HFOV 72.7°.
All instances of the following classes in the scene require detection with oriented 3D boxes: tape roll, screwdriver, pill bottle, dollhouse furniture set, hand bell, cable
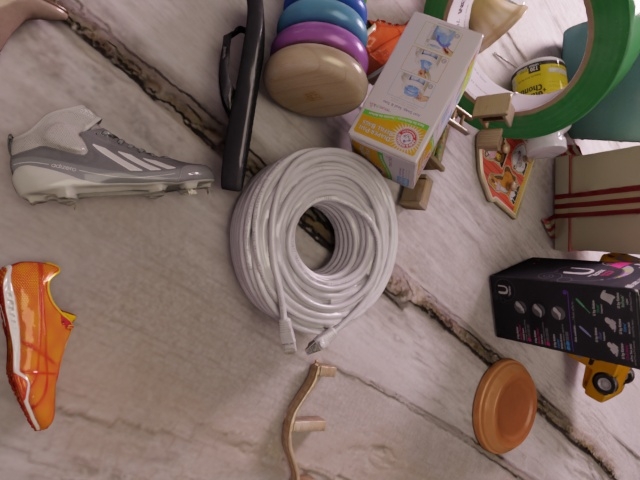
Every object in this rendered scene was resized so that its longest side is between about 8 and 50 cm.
[{"bbox_3d":[0.311,-0.322,0.678,0.077,0.321,0.321,-36,110,-28],"label":"tape roll"},{"bbox_3d":[0.429,-0.364,0.941,0.169,0.024,0.025,12,113,-27],"label":"screwdriver"},{"bbox_3d":[0.453,-0.267,0.890,0.103,0.103,0.184,6,78,-34],"label":"pill bottle"},{"bbox_3d":[0.203,-0.149,0.693,0.101,0.160,0.182,27,75,-47],"label":"dollhouse furniture set"},{"bbox_3d":[0.243,-0.463,0.780,0.242,0.126,0.126,44,67,-12],"label":"hand bell"},{"bbox_3d":[0.000,0.000,0.618,0.257,0.089,0.257,-26,104,-31],"label":"cable"}]

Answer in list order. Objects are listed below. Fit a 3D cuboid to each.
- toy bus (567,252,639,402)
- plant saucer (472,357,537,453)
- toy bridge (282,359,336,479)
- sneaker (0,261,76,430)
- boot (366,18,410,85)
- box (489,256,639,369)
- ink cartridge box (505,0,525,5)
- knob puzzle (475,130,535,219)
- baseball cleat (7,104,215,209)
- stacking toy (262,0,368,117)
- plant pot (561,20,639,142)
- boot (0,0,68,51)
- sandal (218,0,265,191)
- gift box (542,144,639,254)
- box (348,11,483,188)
[{"bbox_3d":[0.686,0.205,1.021,0.108,0.130,0.333,-5,113,-34],"label":"toy bus"},{"bbox_3d":[0.400,0.354,0.922,0.199,0.037,0.200,0,91,-33],"label":"plant saucer"},{"bbox_3d":[-0.022,0.271,0.645,0.063,0.026,0.188,14,83,-32],"label":"toy bridge"},{"bbox_3d":[-0.284,0.108,0.446,0.067,0.064,0.175,-6,97,-43],"label":"sneaker"},{"bbox_3d":[0.114,-0.333,0.707,0.158,0.059,0.085,-48,110,-22],"label":"boot"},{"bbox_3d":[0.497,0.123,0.841,0.165,0.270,0.144,-15,99,-33],"label":"box"},{"bbox_3d":[0.342,-0.558,0.875,0.179,0.045,0.146,20,80,-14],"label":"ink cartridge box"},{"bbox_3d":[0.390,-0.165,0.909,0.213,0.030,0.213,-1,92,-33],"label":"knob puzzle"},{"bbox_3d":[-0.219,-0.095,0.480,0.205,0.072,0.110,-10,90,-37],"label":"baseball cleat"},{"bbox_3d":[0.010,-0.350,0.606,0.141,0.141,0.331,14,76,-33],"label":"stacking toy"},{"bbox_3d":[0.673,-0.335,0.954,0.292,0.293,0.235,-5,106,-34],"label":"plant pot"},{"bbox_3d":[-0.323,-0.211,0.429,0.118,0.042,0.087,11,91,-32],"label":"boot"},{"bbox_3d":[-0.107,-0.192,0.545,0.054,0.097,0.255,9,85,-7],"label":"sandal"},{"bbox_3d":[0.666,-0.097,0.968,0.276,0.258,0.255,3,92,-14],"label":"gift box"},{"bbox_3d":[0.134,-0.196,0.630,0.103,0.114,0.203,27,84,13],"label":"box"}]
